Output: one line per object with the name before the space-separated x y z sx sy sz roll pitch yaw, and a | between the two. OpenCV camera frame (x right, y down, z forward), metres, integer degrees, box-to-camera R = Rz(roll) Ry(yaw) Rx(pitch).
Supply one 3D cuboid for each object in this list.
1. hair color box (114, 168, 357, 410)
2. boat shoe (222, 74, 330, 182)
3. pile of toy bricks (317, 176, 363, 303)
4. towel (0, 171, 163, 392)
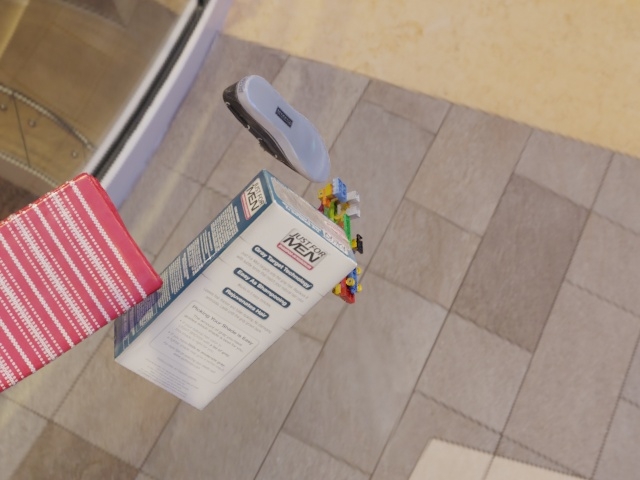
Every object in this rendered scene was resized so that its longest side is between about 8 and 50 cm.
hair color box | -0.132 0.079 1.399 0.174 0.347 0.105 37 19 -30
boat shoe | -0.073 -0.172 1.510 0.228 0.076 0.080 42 55 -37
pile of toy bricks | 0.000 0.000 1.535 0.105 0.118 0.212 -17 56 24
towel | -0.377 0.054 1.292 0.275 0.031 0.198 -34 95 -19
